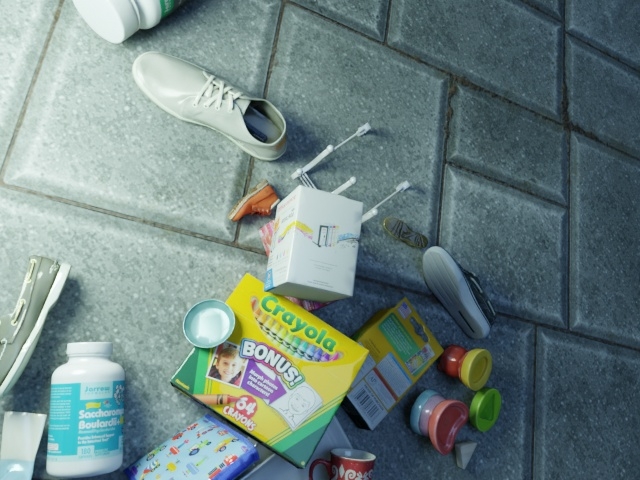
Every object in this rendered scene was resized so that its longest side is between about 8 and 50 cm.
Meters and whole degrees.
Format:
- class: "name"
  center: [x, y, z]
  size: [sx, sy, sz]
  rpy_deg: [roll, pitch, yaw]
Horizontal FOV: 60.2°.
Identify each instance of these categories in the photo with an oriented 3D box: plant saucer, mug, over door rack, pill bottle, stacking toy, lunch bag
- class: "plant saucer"
  center: [-0.257, 0.195, 1.282]
  size: [0.120, 0.021, 0.119]
  rpy_deg: [0, 60, 1]
- class: "mug"
  center: [0.054, 0.602, 1.344]
  size: [0.113, 0.150, 0.169]
  rpy_deg: [22, 72, -62]
- class: "over door rack"
  center: [0.104, -0.183, 1.608]
  size: [0.324, 0.108, 0.239]
  rpy_deg: [-38, 96, -28]
- class: "pill bottle"
  center: [-0.439, -0.674, 1.408]
  size: [0.204, 0.204, 0.361]
  rpy_deg: [43, 64, -11]
- class: "stacking toy"
  center: [0.388, 0.478, 1.614]
  size: [0.309, 0.130, 0.279]
  rpy_deg: [-47, 126, -24]
- class: "pill bottle"
  center: [-0.490, 0.350, 1.164]
  size: [0.146, 0.146, 0.263]
  rpy_deg: [3, 77, -25]
- class: "lunch bag"
  center: [-0.264, 0.489, 1.157]
  size: [0.221, 0.293, 0.138]
  rpy_deg: [-30, 91, -28]

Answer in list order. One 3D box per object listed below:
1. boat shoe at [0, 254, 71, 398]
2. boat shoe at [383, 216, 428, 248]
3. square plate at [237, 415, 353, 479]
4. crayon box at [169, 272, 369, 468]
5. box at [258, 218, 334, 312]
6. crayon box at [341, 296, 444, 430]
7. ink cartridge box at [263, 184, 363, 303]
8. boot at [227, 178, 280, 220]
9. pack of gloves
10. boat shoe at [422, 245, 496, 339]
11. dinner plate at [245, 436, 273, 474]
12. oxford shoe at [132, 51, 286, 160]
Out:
- class: "boat shoe"
  center: [-0.631, 0.175, 1.164]
  size: [0.091, 0.109, 0.304]
  rpy_deg: [24, 62, -18]
- class: "boat shoe"
  center: [0.254, -0.021, 1.682]
  size: [0.153, 0.048, 0.056]
  rpy_deg: [25, 80, -11]
- class: "square plate"
  center: [-0.032, 0.654, 1.359]
  size: [0.347, 0.049, 0.343]
  rpy_deg: [-31, 97, -28]
- class: "crayon box"
  center: [-0.117, 0.308, 1.331]
  size: [0.363, 0.106, 0.313]
  rpy_deg: [33, 66, 2]
- class: "box"
  center: [-0.049, 0.059, 1.464]
  size: [0.128, 0.123, 0.256]
  rpy_deg: [-19, 87, -27]
- class: "crayon box"
  center: [0.169, 0.333, 1.526]
  size: [0.323, 0.083, 0.203]
  rpy_deg: [-38, 95, -27]
- class: "ink cartridge box"
  center: [-0.018, 0.015, 1.322]
  size: [0.168, 0.171, 0.232]
  rpy_deg: [14, 72, -20]
- class: "boot"
  center: [-0.175, -0.089, 1.478]
  size: [0.158, 0.059, 0.084]
  rpy_deg: [-44, 103, -29]
- class: "pack of gloves"
  center: [-0.680, 0.462, 1.115]
  size: [0.195, 0.046, 0.231]
  rpy_deg: [9, 70, -12]
- class: "boat shoe"
  center: [0.427, 0.144, 1.693]
  size: [0.119, 0.121, 0.335]
  rpy_deg: [-43, 109, -35]
- class: "dinner plate"
  center: [-0.127, 0.531, 1.372]
  size: [0.141, 0.017, 0.141]
  rpy_deg: [6, 77, -25]
- class: "oxford shoe"
  center: [-0.272, -0.367, 1.459]
  size: [0.450, 0.130, 0.169]
  rpy_deg: [29, 68, -16]
